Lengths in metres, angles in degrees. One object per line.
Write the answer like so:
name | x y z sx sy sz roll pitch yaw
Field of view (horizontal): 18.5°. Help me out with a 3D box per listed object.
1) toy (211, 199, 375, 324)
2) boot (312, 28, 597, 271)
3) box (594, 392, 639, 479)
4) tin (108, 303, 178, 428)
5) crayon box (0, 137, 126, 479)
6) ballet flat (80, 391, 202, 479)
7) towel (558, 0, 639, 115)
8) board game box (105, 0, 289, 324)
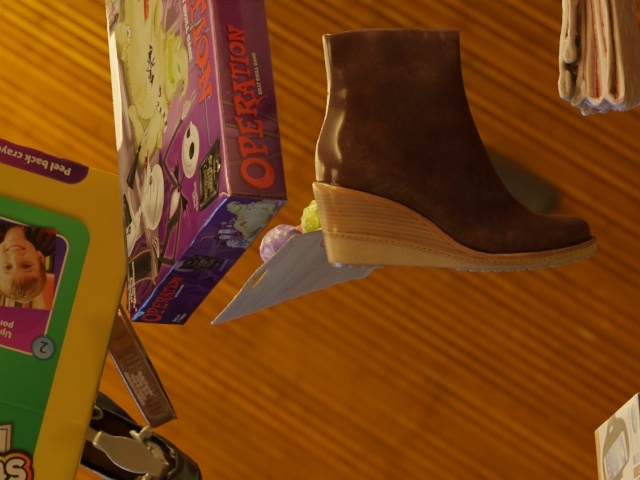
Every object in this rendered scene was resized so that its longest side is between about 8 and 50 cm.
toy | 0.000 0.000 1.830 0.237 0.056 0.137 -12 -29 -49
boot | 0.118 -0.078 1.681 0.090 0.248 0.206 -168 80 -82
box | 0.258 0.177 1.611 0.136 0.028 0.081 110 160 -68
tin | -0.210 0.131 2.184 0.040 0.106 0.189 -29 -51 -8
crayon box | -0.355 0.057 1.603 0.106 0.363 0.313 149 136 -68
ballet flat | -0.194 0.171 1.717 0.074 0.203 0.074 -50 -24 -33
towel | 0.182 -0.244 1.377 0.332 0.053 0.316 -16 -80 -79
board game box | -0.095 -0.139 1.363 0.208 0.056 0.346 -44 47 52
